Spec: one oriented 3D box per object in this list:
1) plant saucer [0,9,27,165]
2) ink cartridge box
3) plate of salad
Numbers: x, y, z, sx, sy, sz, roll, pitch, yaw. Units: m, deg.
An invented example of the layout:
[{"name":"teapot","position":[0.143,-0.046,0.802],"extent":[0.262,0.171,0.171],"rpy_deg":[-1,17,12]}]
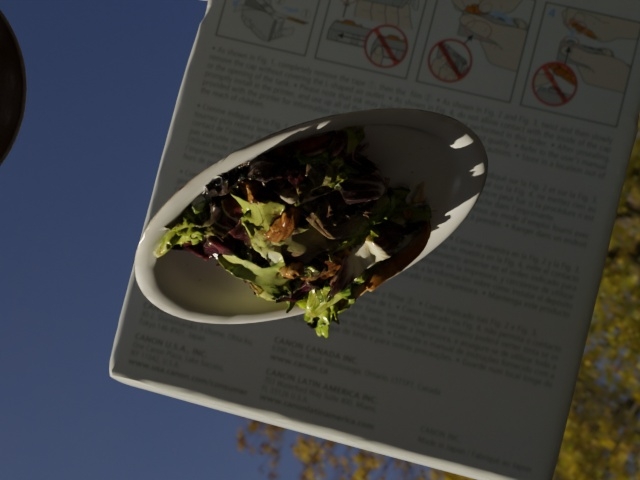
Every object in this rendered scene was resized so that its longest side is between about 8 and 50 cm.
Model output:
[{"name":"plant saucer","position":[-0.274,-0.099,0.824],"extent":[0.168,0.029,0.169],"rpy_deg":[-6,-76,-24]},{"name":"ink cartridge box","position":[0.052,-0.051,0.897],"extent":[0.091,0.308,0.385],"rpy_deg":[37,-112,-81]},{"name":"plate of salad","position":[0.000,0.000,0.691],"extent":[0.199,0.048,0.200],"rpy_deg":[-16,-28,-9]}]
